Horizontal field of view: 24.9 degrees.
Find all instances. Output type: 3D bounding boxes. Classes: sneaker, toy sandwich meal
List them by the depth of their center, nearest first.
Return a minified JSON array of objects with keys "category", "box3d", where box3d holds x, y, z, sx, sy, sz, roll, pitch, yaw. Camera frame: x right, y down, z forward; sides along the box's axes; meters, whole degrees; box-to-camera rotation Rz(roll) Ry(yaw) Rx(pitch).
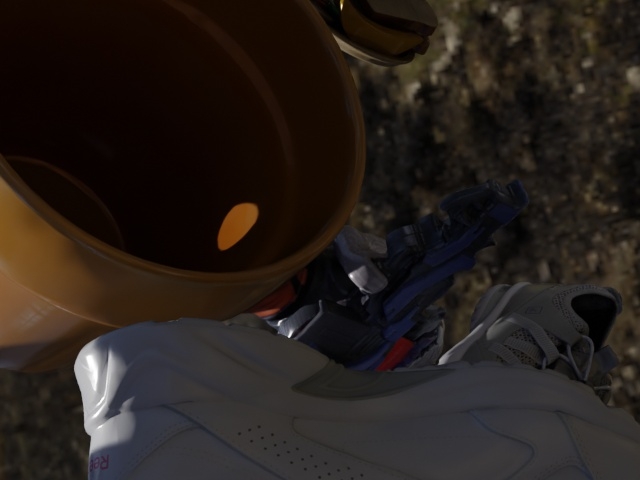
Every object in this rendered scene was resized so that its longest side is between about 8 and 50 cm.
[{"category":"sneaker","box3d":[0.020,0.102,0.534,0.090,0.232,0.115,132,143,-64]},{"category":"toy sandwich meal","box3d":[0.023,-0.121,0.763,0.029,0.085,0.085,-57,41,25]},{"category":"sneaker","box3d":[0.160,0.101,1.064,0.105,0.115,0.281,64,-154,-22]}]

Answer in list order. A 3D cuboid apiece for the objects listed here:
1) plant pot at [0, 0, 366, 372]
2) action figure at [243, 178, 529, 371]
[{"category":"plant pot","box3d":[-0.113,-0.031,0.694,0.188,0.205,0.205,-41,62,46]},{"category":"action figure","box3d":[0.000,0.000,1.191,0.330,0.341,0.178,38,-153,-28]}]
